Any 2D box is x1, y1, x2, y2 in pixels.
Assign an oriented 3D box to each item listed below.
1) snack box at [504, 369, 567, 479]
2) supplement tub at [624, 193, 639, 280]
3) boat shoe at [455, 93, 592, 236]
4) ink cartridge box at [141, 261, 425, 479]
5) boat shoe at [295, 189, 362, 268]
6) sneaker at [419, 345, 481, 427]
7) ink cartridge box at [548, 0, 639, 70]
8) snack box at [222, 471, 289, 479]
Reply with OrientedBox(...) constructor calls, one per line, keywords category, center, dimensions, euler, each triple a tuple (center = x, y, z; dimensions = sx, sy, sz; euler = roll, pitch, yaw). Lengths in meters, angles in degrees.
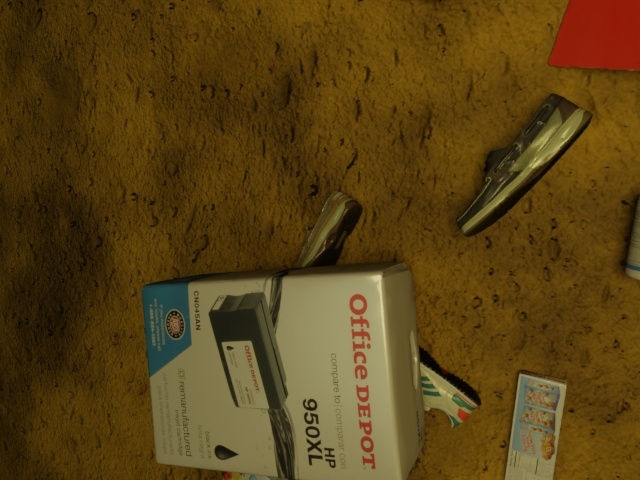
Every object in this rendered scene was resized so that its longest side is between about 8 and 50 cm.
OrientedBox(category="snack box", center=(0.318, 0.286, 0.693), dimensions=(0.064, 0.022, 0.178), euler=(9, 99, 29))
OrientedBox(category="supplement tub", center=(0.424, -0.002, 0.577), dimensions=(0.071, 0.071, 0.107), euler=(9, 101, 28))
OrientedBox(category="boat shoe", center=(0.267, -0.102, 0.653), dimensions=(0.223, 0.080, 0.073), euler=(-49, 67, 18))
OrientedBox(category="ink cartridge box", center=(-0.058, 0.189, 0.721), dimensions=(0.394, 0.166, 0.286), euler=(-5, 89, 22))
OrientedBox(category="boat shoe", center=(0.000, 0.000, 0.822), dimensions=(0.072, 0.068, 0.190), euler=(41, 105, 34))
OrientedBox(category="sneaker", center=(0.169, 0.231, 0.748), dimensions=(0.161, 0.057, 0.075), euler=(36, 105, 18))
OrientedBox(category="ink cartridge box", center=(0.423, -0.324, 0.443), dimensions=(0.385, 0.091, 0.308), euler=(31, 111, 51))
OrientedBox(category="snack box", center=(-0.128, 0.498, 0.952), dimensions=(0.141, 0.037, 0.100), euler=(32, 110, 22))
